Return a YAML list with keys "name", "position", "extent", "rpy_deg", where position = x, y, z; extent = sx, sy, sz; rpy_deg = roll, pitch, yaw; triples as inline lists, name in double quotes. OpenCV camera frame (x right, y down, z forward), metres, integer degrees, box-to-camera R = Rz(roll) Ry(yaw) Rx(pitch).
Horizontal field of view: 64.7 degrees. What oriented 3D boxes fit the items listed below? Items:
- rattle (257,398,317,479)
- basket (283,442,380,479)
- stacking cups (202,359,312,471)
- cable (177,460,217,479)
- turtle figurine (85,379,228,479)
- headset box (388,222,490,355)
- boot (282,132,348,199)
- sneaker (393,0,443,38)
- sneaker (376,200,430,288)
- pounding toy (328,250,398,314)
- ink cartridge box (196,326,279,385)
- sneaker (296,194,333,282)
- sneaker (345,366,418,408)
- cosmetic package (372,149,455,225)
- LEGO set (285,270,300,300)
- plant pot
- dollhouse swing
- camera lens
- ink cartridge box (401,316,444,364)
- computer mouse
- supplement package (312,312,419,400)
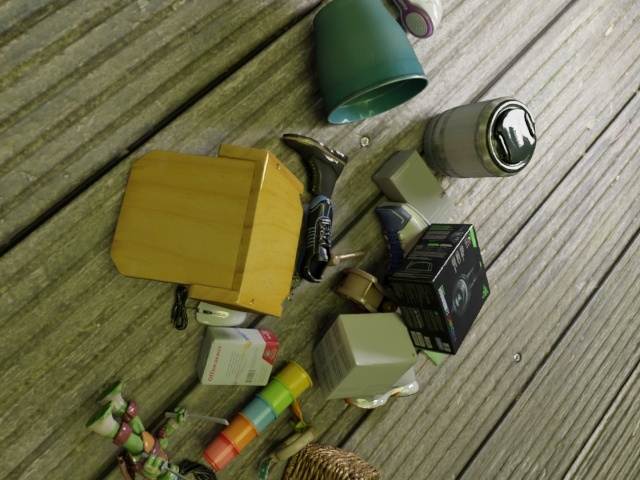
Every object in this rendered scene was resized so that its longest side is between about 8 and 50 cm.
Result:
- name: "rattle"
  position: [-0.119, 0.529, 1.358]
  extent: [0.199, 0.130, 0.143]
  rpy_deg: [-33, 100, 6]
- name: "basket"
  position: [0.014, 0.748, 1.437]
  extent: [0.213, 0.223, 0.299]
  rpy_deg: [29, 79, -61]
- name: "stacking cups"
  position: [-0.164, 0.444, 1.292]
  extent: [0.316, 0.096, 0.096]
  rpy_deg: [-38, 111, -26]
- name: "cable"
  position: [-0.324, 0.643, 1.267]
  extent: [0.150, 0.047, 0.185]
  rpy_deg: [-2, 95, -29]
- name: "turtle figurine"
  position: [-0.366, 0.430, 1.143]
  extent: [0.266, 0.274, 0.198]
  rpy_deg: [51, 37, -19]
- name: "headset box"
  position: [0.337, 0.118, 1.370]
  extent: [0.283, 0.131, 0.246]
  rpy_deg: [-44, 123, -38]
- name: "boot"
  position: [-0.026, -0.191, 1.337]
  extent: [0.197, 0.077, 0.137]
  rpy_deg: [19, 91, -28]
- name: "sneaker"
  position: [0.247, -0.730, 1.426]
  extent: [0.305, 0.114, 0.152]
  rpy_deg: [52, 57, -27]
- name: "sneaker"
  position: [0.250, 0.050, 1.478]
  extent: [0.182, 0.127, 0.315]
  rpy_deg: [-45, 115, -20]
- name: "pounding toy"
  position: [0.133, 0.112, 1.404]
  extent: [0.269, 0.154, 0.155]
  rpy_deg: [36, 78, -27]
- name: "ink cartridge box"
  position: [-0.208, 0.289, 1.264]
  extent: [0.175, 0.072, 0.127]
  rpy_deg: [10, 107, -29]
- name: "sneaker"
  position: [0.000, 0.000, 1.341]
  extent: [0.081, 0.090, 0.232]
  rpy_deg: [6, 101, -29]
- name: "sneaker"
  position: [0.176, 0.414, 1.502]
  extent: [0.262, 0.099, 0.121]
  rpy_deg: [-7, 91, -36]
- name: "cosmetic package"
  position: [0.277, -0.141, 1.489]
  extent: [0.127, 0.107, 0.238]
  rpy_deg: [-49, 118, -13]
- name: "LEGO set"
  position: [-0.075, 0.124, 1.365]
  extent: [0.054, 0.023, 0.083]
  rpy_deg: [0, 95, -29]
- name: "plant pot"
  position: [0.105, -0.469, 1.286]
  extent: [0.271, 0.271, 0.255]
  rpy_deg: [-18, 88, -26]
- name: "dollhouse swing"
  position: [-0.252, -0.020, 1.200]
  extent: [0.315, 0.304, 0.347]
  rpy_deg: [38, 57, -65]
- name: "camera lens"
  position: [0.465, -0.293, 1.477]
  extent: [0.219, 0.274, 0.219]
  rpy_deg: [-3, 96, -28]
- name: "ink cartridge box"
  position: [0.367, 0.273, 1.606]
  extent: [0.235, 0.056, 0.171]
  rpy_deg: [43, 74, -23]
- name: "computer mouse"
  position: [-0.269, 0.176, 1.254]
  extent: [0.193, 0.042, 0.106]
  rpy_deg: [10, 89, -29]
- name: "supplement package"
  position: [0.114, 0.311, 1.358]
  extent: [0.194, 0.149, 0.203]
  rpy_deg: [3, 138, -27]
